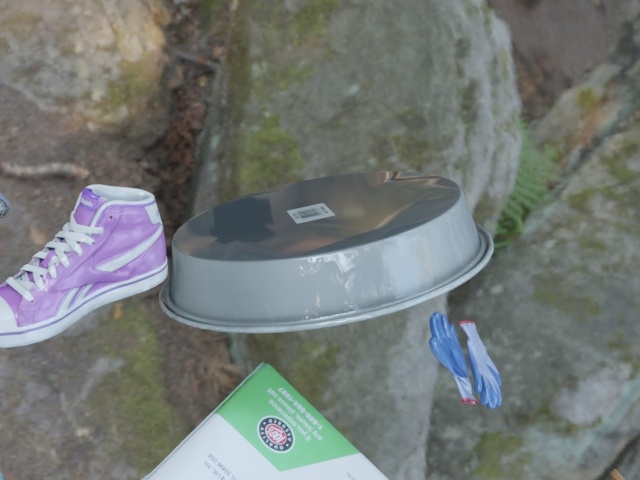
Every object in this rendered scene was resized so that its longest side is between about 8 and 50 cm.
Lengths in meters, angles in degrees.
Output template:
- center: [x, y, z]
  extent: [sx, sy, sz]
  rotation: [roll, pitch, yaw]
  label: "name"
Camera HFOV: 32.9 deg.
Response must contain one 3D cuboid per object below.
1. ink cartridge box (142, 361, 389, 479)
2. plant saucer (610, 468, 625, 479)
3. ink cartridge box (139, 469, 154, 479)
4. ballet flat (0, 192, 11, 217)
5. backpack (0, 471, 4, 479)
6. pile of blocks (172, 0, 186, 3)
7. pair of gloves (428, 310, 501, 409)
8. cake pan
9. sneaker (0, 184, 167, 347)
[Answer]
- center: [-0.076, 0.273, 0.837]
  extent: [0.211, 0.121, 0.289]
  rotation: [44, 56, 6]
  label: "ink cartridge box"
- center: [0.297, 0.251, 1.010]
  extent: [0.083, 0.013, 0.083]
  rotation: [51, 4, -5]
  label: "plant saucer"
- center: [-0.156, 0.357, 1.479]
  extent: [0.165, 0.332, 0.065]
  rotation: [36, 28, -33]
  label: "ink cartridge box"
- center: [-0.504, -0.074, 1.612]
  extent: [0.114, 0.041, 0.041]
  rotation: [54, 35, -35]
  label: "ballet flat"
- center: [-0.548, 0.395, 1.542]
  extent: [0.191, 0.253, 0.225]
  rotation: [-9, 71, -55]
  label: "backpack"
- center: [-0.224, -0.532, 1.700]
  extent: [0.149, 0.112, 0.362]
  rotation: [98, -30, -56]
  label: "pile of blocks"
- center: [0.231, 0.193, 1.741]
  extent: [0.198, 0.023, 0.159]
  rotation: [14, 52, -55]
  label: "pair of gloves"
- center: [0.000, 0.000, 0.937]
  extent: [0.293, 0.293, 0.054]
  rotation: [-39, 123, -58]
  label: "cake pan"
- center: [-0.324, 0.016, 1.359]
  extent: [0.282, 0.102, 0.161]
  rotation: [-28, 134, -35]
  label: "sneaker"
